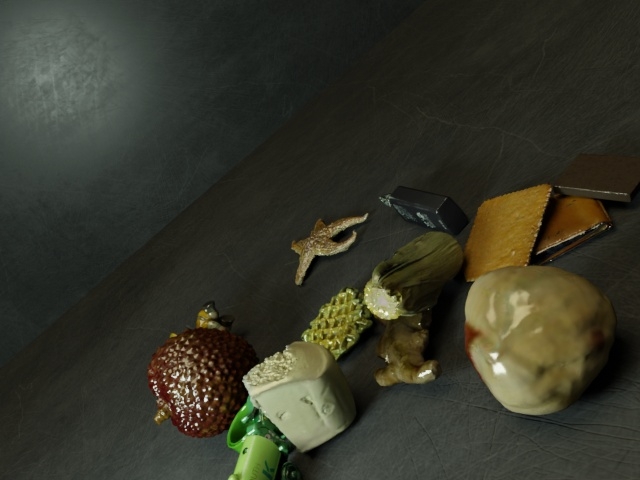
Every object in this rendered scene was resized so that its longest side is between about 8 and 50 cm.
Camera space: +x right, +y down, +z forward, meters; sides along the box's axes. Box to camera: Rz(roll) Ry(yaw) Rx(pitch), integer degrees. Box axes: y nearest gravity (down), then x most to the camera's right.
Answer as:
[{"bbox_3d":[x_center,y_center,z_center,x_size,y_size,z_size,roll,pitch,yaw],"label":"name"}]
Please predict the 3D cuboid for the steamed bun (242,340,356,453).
[{"bbox_3d":[-0.039,0.329,1.467,0.200,0.225,0.170,-23,29,-1],"label":"steamed bun"}]

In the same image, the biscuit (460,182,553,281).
[{"bbox_3d":[0.403,-0.013,1.530,0.237,0.013,0.232,-17,46,61],"label":"biscuit"}]

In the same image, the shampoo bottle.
[{"bbox_3d":[0.261,-0.089,1.823,0.071,0.098,0.309,-51,26,-7],"label":"shampoo bottle"}]

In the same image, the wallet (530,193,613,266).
[{"bbox_3d":[0.508,-0.033,1.463,0.196,0.042,0.161,-30,31,23],"label":"wallet"}]

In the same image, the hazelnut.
[{"bbox_3d":[0.373,0.158,1.178,0.261,0.241,0.261,-20,62,44],"label":"hazelnut"}]

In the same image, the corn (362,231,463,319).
[{"bbox_3d":[0.209,0.073,1.506,0.122,0.123,0.305,12,30,35],"label":"corn"}]

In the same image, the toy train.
[{"bbox_3d":[-0.130,0.514,1.370,0.105,0.157,0.253,-24,31,31],"label":"toy train"}]

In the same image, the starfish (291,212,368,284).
[{"bbox_3d":[-0.003,-0.003,2.107,0.299,0.060,0.302,-47,25,-4],"label":"starfish"}]

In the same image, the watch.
[{"bbox_3d":[-0.153,0.436,1.574,0.152,0.131,0.165,-39,25,31],"label":"watch"}]

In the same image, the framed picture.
[{"bbox_3d":[0.598,-0.135,1.448,0.168,0.023,0.128,13,49,47],"label":"framed picture"}]

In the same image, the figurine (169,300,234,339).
[{"bbox_3d":[-0.352,0.312,1.971,0.167,0.192,0.256,-9,34,30],"label":"figurine"}]

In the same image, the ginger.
[{"bbox_3d":[0.179,0.220,1.490,0.166,0.080,0.333,-45,24,23],"label":"ginger"}]

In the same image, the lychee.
[{"bbox_3d":[-0.294,0.351,1.721,0.304,0.275,0.276,-37,19,-33],"label":"lychee"}]

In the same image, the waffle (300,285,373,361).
[{"bbox_3d":[0.045,0.213,1.707,0.204,0.054,0.223,-51,25,8],"label":"waffle"}]
